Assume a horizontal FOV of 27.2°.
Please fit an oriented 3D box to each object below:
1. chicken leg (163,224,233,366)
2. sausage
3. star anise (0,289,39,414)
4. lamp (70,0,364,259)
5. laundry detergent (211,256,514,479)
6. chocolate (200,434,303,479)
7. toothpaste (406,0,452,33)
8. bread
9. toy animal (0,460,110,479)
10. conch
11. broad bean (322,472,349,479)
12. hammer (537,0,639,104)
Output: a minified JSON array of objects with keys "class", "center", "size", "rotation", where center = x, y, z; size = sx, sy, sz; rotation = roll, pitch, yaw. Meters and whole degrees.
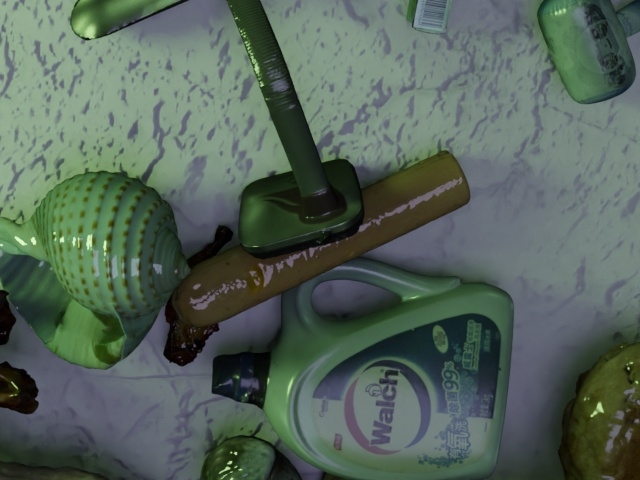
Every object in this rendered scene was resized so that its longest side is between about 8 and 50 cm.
[{"class":"chicken leg","center":[-0.120,0.054,1.267],"size":[0.062,0.037,0.145],"rotation":[0,110,-30]},{"class":"sausage","center":[0.001,0.001,1.236],"size":[0.301,0.066,0.066],"rotation":[-23,111,-8]},{"class":"star anise","center":[-0.352,0.119,1.206],"size":[0.190,0.126,0.220],"rotation":[-46,76,18]},{"class":"lamp","center":[-0.091,-0.119,1.170],"size":[0.203,0.124,0.283],"rotation":[-17,108,8]},{"class":"laundry detergent","center":[0.037,0.124,1.276],"size":[0.280,0.105,0.215],"rotation":[8,88,-4]},{"class":"chocolate","center":[-0.047,0.299,1.328],"size":[0.110,0.110,0.248],"rotation":[-23,111,-1]},{"class":"toothpaste","center":[0.109,-0.270,1.184],"size":[0.034,0.046,0.164],"rotation":[7,108,-9]},{"class":"bread","center":[0.348,0.201,1.346],"size":[0.230,0.123,0.230],"rotation":[-3,107,-9]},{"class":"toy animal","center":[-0.236,0.347,1.268],"size":[0.358,0.188,0.226],"rotation":[41,107,-7]},{"class":"conch","center":[-0.199,0.012,1.190],"size":[0.131,0.200,0.172],"rotation":[-37,136,-34]},{"class":"broad bean","center":[0.026,0.266,1.361],"size":[0.063,0.045,0.083],"rotation":[-5,118,-20]},{"class":"hammer","center":[0.300,-0.216,1.230],"size":[0.194,0.069,0.116],"rotation":[-31,110,-6]}]
